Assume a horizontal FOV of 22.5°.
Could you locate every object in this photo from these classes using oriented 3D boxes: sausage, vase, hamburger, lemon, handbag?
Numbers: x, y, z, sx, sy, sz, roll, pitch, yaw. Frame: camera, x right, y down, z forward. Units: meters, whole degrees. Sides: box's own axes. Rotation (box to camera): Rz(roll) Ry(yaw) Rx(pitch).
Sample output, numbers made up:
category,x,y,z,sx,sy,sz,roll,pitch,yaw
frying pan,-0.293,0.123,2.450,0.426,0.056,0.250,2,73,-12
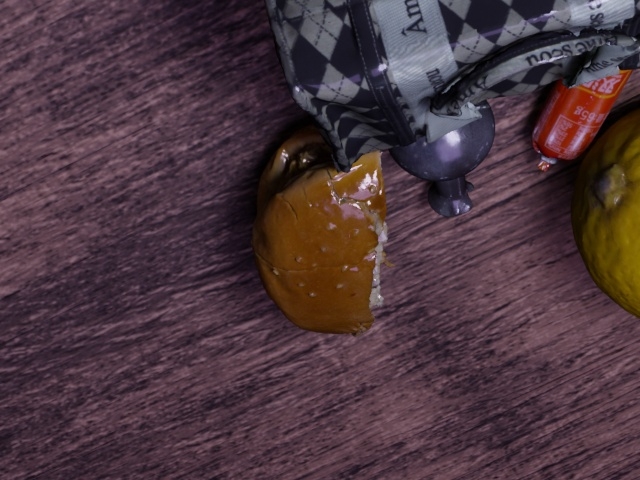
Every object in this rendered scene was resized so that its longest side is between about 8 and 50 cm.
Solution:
category,x,y,z,sx,sy,sz,roll,pitch,yaw
sausage,0.300,-0.188,1.753,0.074,0.074,0.274,10,126,-20
vase,0.137,-0.096,1.771,0.120,0.120,0.183,-18,144,1
hamburger,0.000,0.000,1.789,0.157,0.144,0.283,-5,132,-8
lemon,0.418,-0.029,1.787,0.293,0.293,0.293,-7,130,-8
handbag,0.178,-0.196,1.542,0.416,0.180,0.317,-15,162,7
